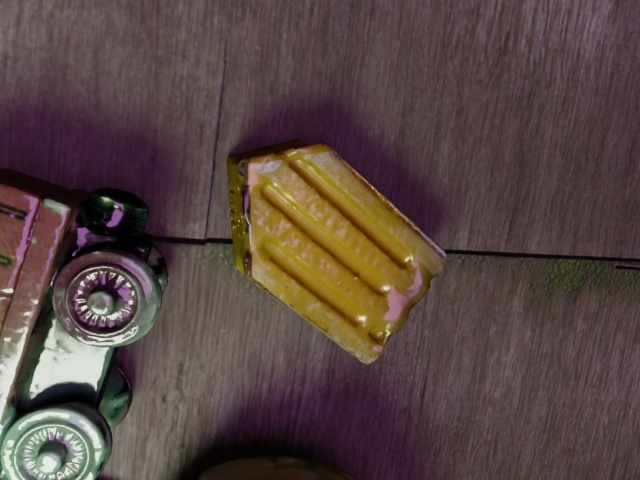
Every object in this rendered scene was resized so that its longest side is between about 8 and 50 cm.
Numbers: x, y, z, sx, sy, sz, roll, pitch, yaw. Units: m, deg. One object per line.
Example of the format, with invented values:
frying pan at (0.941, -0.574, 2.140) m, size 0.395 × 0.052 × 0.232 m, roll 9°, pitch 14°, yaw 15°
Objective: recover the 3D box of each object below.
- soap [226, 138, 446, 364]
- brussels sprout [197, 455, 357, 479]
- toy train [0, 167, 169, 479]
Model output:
soap at (0.000, 0.000, 0.627) m, size 0.257 × 0.080 × 0.160 m, roll 40°, pitch 83°, yaw -22°
brussels sprout at (-0.039, 0.388, 0.596) m, size 0.328 × 0.247 × 0.327 m, roll -7°, pitch 104°, yaw -29°
toy train at (-0.268, 0.085, 0.513) m, size 0.222 × 0.150 × 0.304 m, roll 18°, pitch 94°, yaw -13°
